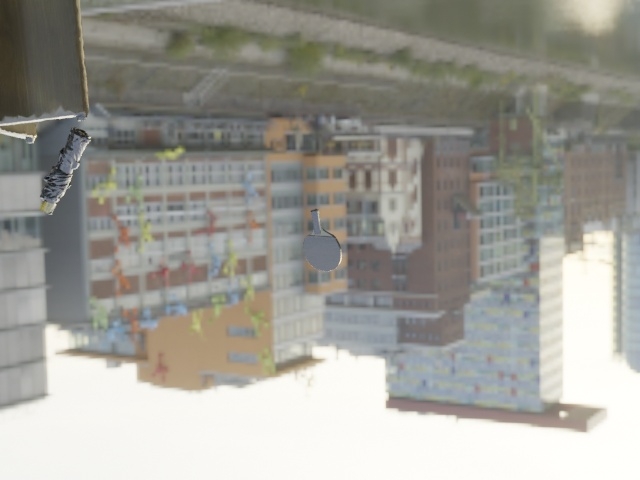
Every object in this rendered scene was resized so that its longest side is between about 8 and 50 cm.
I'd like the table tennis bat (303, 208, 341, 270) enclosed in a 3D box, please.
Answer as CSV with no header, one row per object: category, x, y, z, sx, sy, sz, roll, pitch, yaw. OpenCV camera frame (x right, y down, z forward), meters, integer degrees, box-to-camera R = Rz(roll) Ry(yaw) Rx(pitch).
table tennis bat,0.000,0.000,1.293,0.050,0.083,0.007,0,-154,24

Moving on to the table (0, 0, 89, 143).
table,-0.202,-0.171,0.591,0.167,0.226,0.167,-6,178,0

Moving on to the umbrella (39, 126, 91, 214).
umbrella,-0.405,-0.109,1.655,0.040,0.143,0.037,28,-170,5
